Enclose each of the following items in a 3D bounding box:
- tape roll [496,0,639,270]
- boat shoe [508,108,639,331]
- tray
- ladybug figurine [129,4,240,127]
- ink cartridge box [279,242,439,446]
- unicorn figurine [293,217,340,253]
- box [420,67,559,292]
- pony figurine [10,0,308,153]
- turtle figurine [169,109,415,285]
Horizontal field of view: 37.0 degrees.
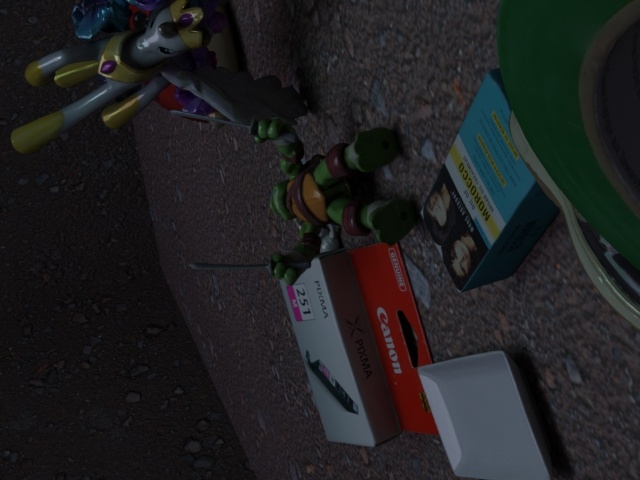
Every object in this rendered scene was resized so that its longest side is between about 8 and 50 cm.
[{"bbox_3d":[0.222,-0.036,0.358,0.321,0.077,0.321,35,165,11],"label":"tape roll"},{"bbox_3d":[0.213,-0.038,0.632,0.092,0.102,0.285,84,167,-47],"label":"boat shoe"},{"bbox_3d":[0.187,0.199,1.083,0.270,0.030,0.145,139,114,-73],"label":"tray"},{"bbox_3d":[-0.276,-0.406,1.772,0.305,0.162,0.449,112,138,-65],"label":"ladybug figurine"},{"bbox_3d":[0.054,0.147,1.316,0.239,0.060,0.275,-13,94,60],"label":"ink cartridge box"},{"bbox_3d":[0.000,0.000,1.468,0.162,0.060,0.111,-107,-8,-64],"label":"unicorn figurine"},{"bbox_3d":[0.161,-0.050,0.861,0.244,0.060,0.100,106,144,-62],"label":"box"},{"bbox_3d":[-0.212,-0.252,1.316,0.363,0.351,0.303,-20,95,33],"label":"pony figurine"},{"bbox_3d":[-0.033,-0.049,1.197,0.266,0.274,0.198,-7,67,52],"label":"turtle figurine"}]
